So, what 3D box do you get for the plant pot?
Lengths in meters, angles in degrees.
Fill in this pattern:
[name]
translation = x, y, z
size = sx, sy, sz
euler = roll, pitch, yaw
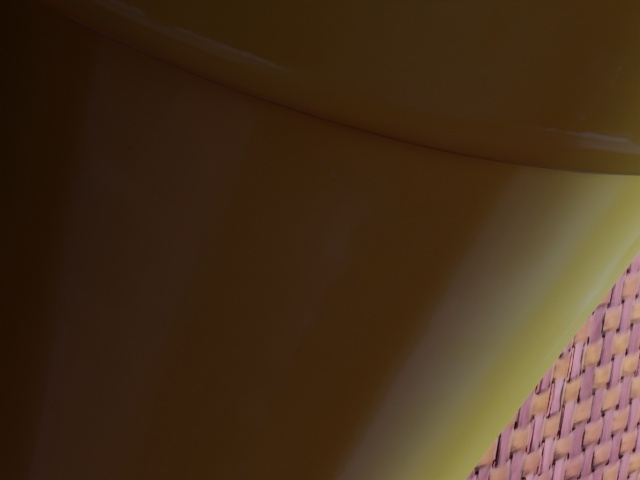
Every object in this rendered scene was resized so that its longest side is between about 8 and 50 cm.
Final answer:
[plant pot]
translation = -0.009, -0.047, 0.483
size = 0.254, 0.254, 0.239
euler = -19, 136, -51
